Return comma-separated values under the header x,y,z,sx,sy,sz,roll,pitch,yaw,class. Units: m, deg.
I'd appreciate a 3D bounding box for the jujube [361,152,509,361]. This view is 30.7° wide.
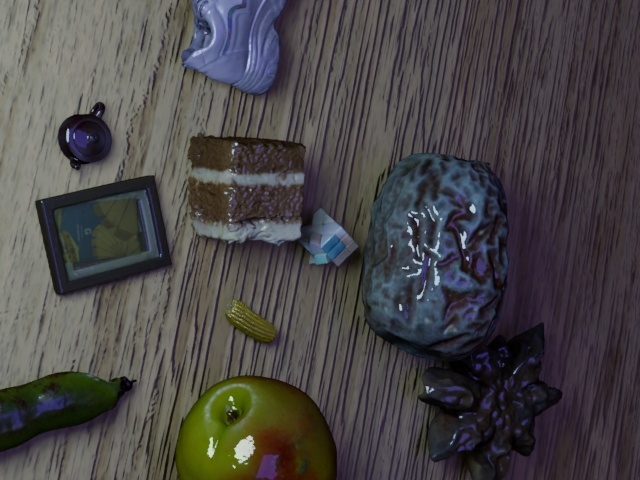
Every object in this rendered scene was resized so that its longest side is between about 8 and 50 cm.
x,y,z,sx,sy,sz,roll,pitch,yaw,class
0.179,0.020,1.784,0.226,0.226,0.317,17,79,-35,jujube

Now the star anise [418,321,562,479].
x,y,z,sx,sy,sz,roll,pitch,yaw,class
0.281,0.249,1.924,0.315,0.108,0.315,-4,98,-30,star anise

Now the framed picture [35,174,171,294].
x,y,z,sx,sy,sz,roll,pitch,yaw,class
-0.288,-0.009,1.565,0.168,0.023,0.128,-16,99,-34,framed picture

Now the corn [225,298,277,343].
x,y,z,sx,sy,sz,roll,pitch,yaw,class
-0.101,0.119,1.692,0.092,0.037,0.037,36,70,-31,corn

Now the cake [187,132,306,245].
x,y,z,sx,sy,sz,roll,pitch,yaw,class
-0.105,-0.072,1.637,0.135,0.134,0.147,-2,101,-36,cake

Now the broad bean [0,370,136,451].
x,y,z,sx,sy,sz,roll,pitch,yaw,class
-0.376,0.219,1.480,0.339,0.061,0.077,-15,111,-34,broad bean

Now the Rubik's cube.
x,y,z,sx,sy,sz,roll,pitch,yaw,class
0.002,0.002,1.747,0.073,0.084,0.075,-47,120,-2,Rubik's cube

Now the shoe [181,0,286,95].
x,y,z,sx,sy,sz,roll,pitch,yaw,class
-0.121,-0.335,1.642,0.137,0.095,0.245,6,93,-38,shoe

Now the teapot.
x,y,z,sx,sy,sz,roll,pitch,yaw,class
-0.306,-0.138,1.538,0.068,0.045,0.100,28,75,-34,teapot

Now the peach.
x,y,z,sx,sy,sz,roll,pitch,yaw,class
-0.086,0.303,1.595,0.231,0.231,0.231,0,90,-36,peach
